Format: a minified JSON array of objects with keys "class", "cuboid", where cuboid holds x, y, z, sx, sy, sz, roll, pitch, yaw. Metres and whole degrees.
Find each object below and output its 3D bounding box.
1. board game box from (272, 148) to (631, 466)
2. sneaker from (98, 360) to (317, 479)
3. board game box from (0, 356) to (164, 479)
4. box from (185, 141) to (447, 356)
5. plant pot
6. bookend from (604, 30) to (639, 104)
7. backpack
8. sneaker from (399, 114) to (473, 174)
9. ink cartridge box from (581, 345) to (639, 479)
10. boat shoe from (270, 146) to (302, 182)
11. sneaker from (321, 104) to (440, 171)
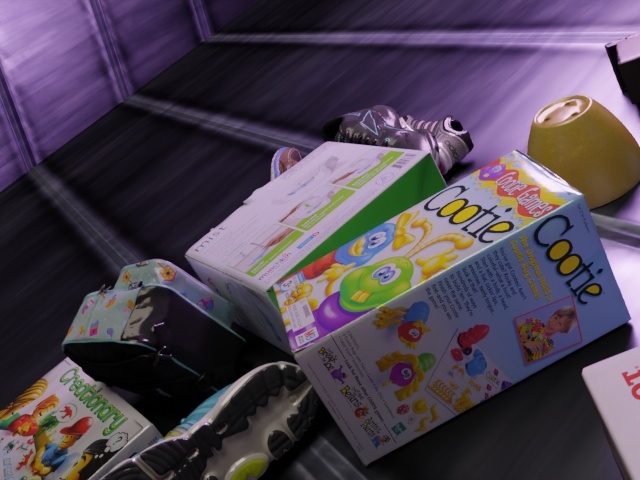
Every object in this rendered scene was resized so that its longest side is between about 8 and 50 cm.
[{"class":"board game box","cuboid":[0.115,0.057,0.755,0.275,0.144,0.142,-29,25,2]},{"class":"sneaker","cuboid":[-0.121,0.220,0.796,0.275,0.107,0.110,-34,6,-18]},{"class":"board game box","cuboid":[-0.318,0.253,0.962,0.193,0.053,0.305,-41,27,-22]},{"class":"box","cuboid":[0.000,0.000,0.998,0.262,0.127,0.231,-41,27,-20]},{"class":"plant pot","cuboid":[0.292,-0.109,0.923,0.134,0.095,0.134,-24,26,12]},{"class":"bookend","cuboid":[0.435,-0.205,0.972,0.156,0.072,0.157,-18,29,27]},{"class":"backpack","cuboid":[-0.202,0.111,0.952,0.188,0.166,0.144,-16,51,37]},{"class":"sneaker","cuboid":[0.168,-0.149,1.170,0.074,0.063,0.170,-29,27,-5]},{"class":"ink cartridge box","cuboid":[0.319,0.120,0.454,0.278,0.117,0.201,-25,26,12]},{"class":"boat shoe","cuboid":[-0.041,-0.091,1.289,0.066,0.066,0.183,-15,39,19]},{"class":"sneaker","cuboid":[0.082,-0.118,1.118,0.106,0.101,0.267,-4,22,-16]}]
